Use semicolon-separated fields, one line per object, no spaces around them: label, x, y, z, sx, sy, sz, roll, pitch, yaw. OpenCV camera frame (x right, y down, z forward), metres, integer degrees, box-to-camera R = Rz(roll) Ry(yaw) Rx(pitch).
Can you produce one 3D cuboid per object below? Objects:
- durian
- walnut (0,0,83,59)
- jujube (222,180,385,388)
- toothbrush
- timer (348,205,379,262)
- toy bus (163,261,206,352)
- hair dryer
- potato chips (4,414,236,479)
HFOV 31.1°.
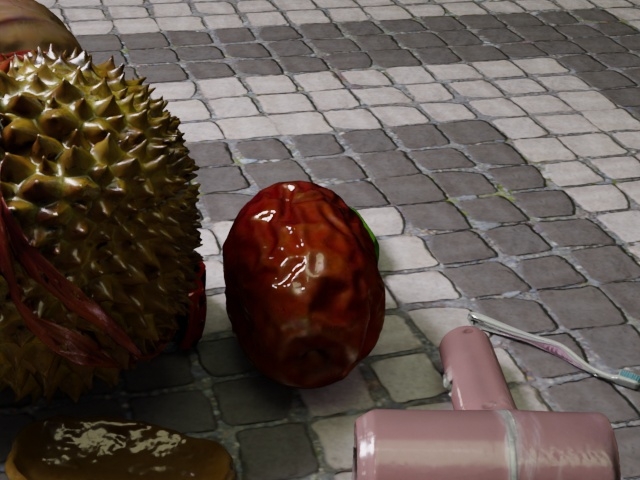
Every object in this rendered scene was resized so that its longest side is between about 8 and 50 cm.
durian;-0.275;-0.017;1.096;0.348;0.384;0.347;21;54;-31
walnut;-0.447;-0.158;1.405;0.344;0.306;0.306;-11;31;-37
jujube;-0.022;0.041;1.198;0.174;0.174;0.250;0;35;-5
toothbrush;0.249;0.118;1.244;0.204;0.017;0.022;20;44;27
timer;0.000;0.000;1.401;0.128;0.047;0.140;-7;30;-16
toy bus;-0.179;0.048;1.269;0.089;0.081;0.195;-11;29;-42
hair dryer;0.131;0.167;1.070;0.211;0.125;0.352;1;19;-1
potato chips;-0.174;0.207;1.007;0.202;0.049;0.150;0;24;-1
